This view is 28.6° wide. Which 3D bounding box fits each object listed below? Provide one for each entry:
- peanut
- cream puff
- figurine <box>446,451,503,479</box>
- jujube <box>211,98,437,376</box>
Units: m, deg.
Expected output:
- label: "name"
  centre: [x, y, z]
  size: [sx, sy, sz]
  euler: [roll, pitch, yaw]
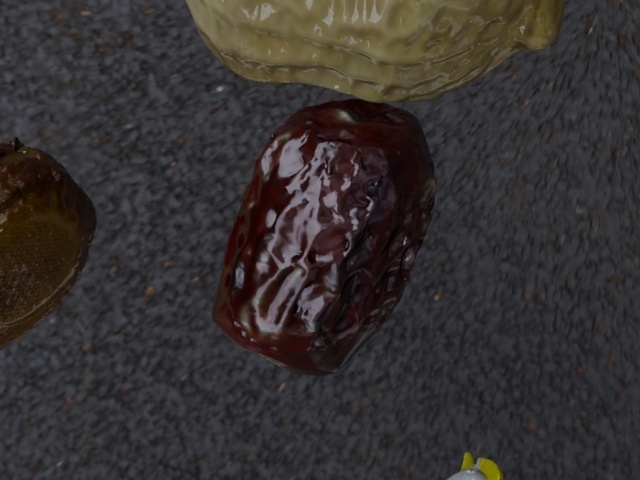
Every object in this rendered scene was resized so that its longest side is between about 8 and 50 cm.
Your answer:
- label: "peanut"
  centre: [0.031, -0.163, 0.732]
  size: [0.233, 0.110, 0.196]
  euler: [15, 139, 5]
- label: "cream puff"
  centre: [-0.452, -0.001, 1.629]
  size: [0.212, 0.303, 0.303]
  euler: [36, 109, 27]
- label: "figurine"
  centre: [0.157, 0.330, 1.448]
  size: [0.109, 0.178, 0.130]
  euler: [33, 141, -27]
- label: "jujube"
  centre: [0.000, 0.000, 1.542]
  size: [0.258, 0.258, 0.376]
  euler: [18, 122, 9]
